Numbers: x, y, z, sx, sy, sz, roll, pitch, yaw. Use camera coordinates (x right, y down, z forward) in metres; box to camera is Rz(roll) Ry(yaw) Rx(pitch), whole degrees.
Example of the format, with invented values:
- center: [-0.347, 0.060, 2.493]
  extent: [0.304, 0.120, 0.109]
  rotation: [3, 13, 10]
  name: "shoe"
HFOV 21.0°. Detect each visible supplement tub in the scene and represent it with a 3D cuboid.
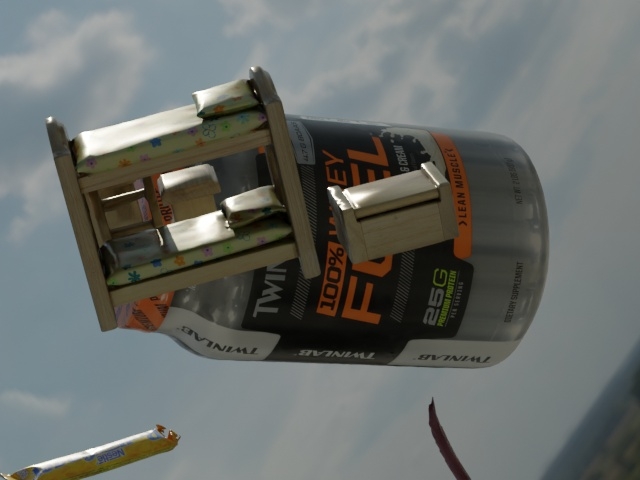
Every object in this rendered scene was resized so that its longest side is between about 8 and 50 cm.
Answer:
- center: [0.000, 0.000, 1.335]
  extent: [0.193, 0.316, 0.194]
  rotation: [-177, 90, -70]
  name: "supplement tub"

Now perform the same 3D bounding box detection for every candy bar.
- center: [-0.195, 0.188, 1.474]
  extent: [0.161, 0.040, 0.018]
  rotation: [-14, -71, -32]
  name: "candy bar"

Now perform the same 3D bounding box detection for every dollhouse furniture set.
- center: [-0.043, -0.049, 0.890]
  extent: [0.181, 0.101, 0.161]
  rotation: [-15, 21, -6]
  name: "dollhouse furniture set"

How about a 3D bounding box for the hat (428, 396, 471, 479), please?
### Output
- center: [0.157, 0.235, 1.083]
  extent: [0.173, 0.208, 0.184]
  rotation: [-86, 6, -65]
  name: "hat"
